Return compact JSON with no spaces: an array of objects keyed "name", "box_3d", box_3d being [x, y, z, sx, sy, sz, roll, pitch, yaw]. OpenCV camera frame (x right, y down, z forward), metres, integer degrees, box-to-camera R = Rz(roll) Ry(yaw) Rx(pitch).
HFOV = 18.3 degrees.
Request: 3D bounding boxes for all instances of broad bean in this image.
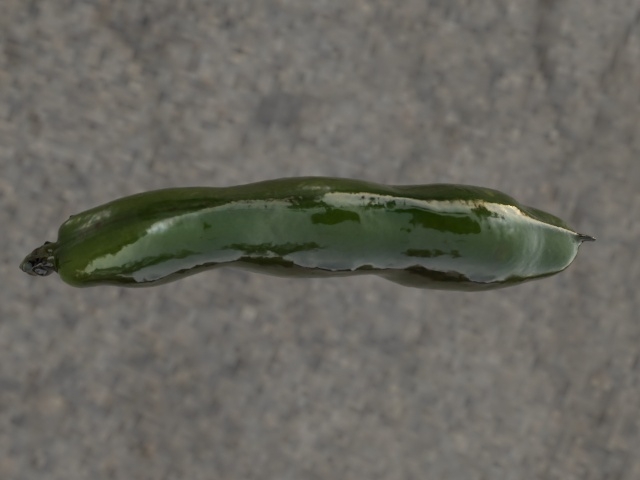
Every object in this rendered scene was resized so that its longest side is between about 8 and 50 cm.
[{"name":"broad bean","box_3d":[0.000,-0.002,0.856,0.254,0.046,0.065,-1,149,-14]}]
